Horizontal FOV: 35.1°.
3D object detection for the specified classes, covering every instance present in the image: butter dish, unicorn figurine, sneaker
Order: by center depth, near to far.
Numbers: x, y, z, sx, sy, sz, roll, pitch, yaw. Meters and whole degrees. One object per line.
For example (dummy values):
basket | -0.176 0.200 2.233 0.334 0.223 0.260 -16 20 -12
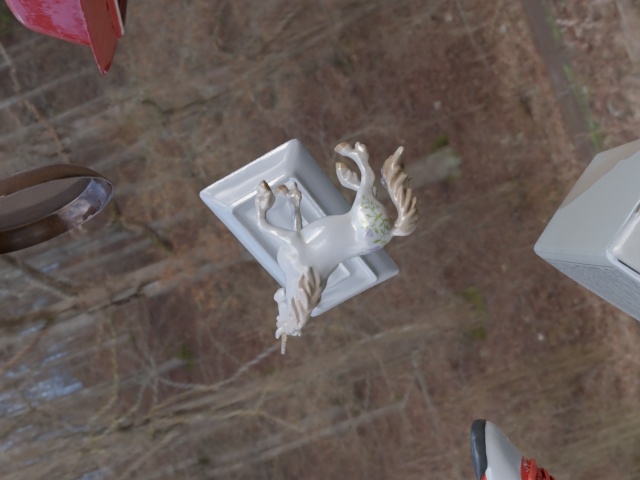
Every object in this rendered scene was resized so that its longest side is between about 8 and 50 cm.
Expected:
butter dish | -0.203 -0.223 0.742 0.160 0.118 0.160 99 173 -70
unicorn figurine | 0.000 0.000 0.745 0.060 0.162 0.111 11 -127 -59
sneaker | 0.284 0.316 1.198 0.270 0.145 0.090 67 -158 -11

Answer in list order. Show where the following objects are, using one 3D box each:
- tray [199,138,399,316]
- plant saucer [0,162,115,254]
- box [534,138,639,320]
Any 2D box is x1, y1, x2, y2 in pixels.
tray | -0.019 -0.001 1.285 0.270 0.145 0.030 50 -162 -38
plant saucer | -0.285 -0.032 0.990 0.029 0.168 0.168 65 -168 12
box | 0.291 0.000 0.843 0.148 0.121 0.311 33 -179 1
